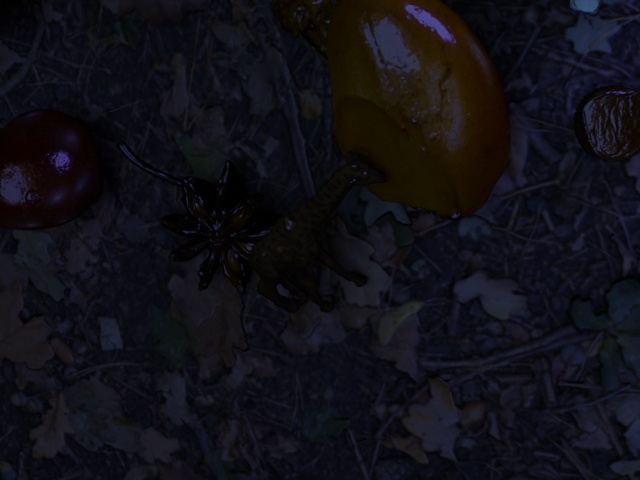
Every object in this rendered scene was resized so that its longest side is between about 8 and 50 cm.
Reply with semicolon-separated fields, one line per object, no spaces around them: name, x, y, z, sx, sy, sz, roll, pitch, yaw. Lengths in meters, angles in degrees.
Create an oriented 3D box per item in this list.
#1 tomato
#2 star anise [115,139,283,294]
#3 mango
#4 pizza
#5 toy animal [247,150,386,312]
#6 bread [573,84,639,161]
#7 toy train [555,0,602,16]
tomato;-0.361;-0.088;1.192;0.167;0.167;0.167;5;104;19
star anise;-0.136;-0.041;1.152;0.177;0.073;0.234;-14;115;22
mango;0.101;-0.161;0.977;0.187;0.138;0.257;5;128;28
pizza;-0.044;-0.304;1.018;0.085;0.161;0.305;-37;98;-13
toy animal;-0.010;-0.001;1.067;0.149;0.054;0.275;4;138;-1
bread;0.316;-0.126;0.989;0.085;0.053;0.085;1;101;7
toy train;0.160;-0.331;0.943;0.326;0.159;0.129;18;110;11
